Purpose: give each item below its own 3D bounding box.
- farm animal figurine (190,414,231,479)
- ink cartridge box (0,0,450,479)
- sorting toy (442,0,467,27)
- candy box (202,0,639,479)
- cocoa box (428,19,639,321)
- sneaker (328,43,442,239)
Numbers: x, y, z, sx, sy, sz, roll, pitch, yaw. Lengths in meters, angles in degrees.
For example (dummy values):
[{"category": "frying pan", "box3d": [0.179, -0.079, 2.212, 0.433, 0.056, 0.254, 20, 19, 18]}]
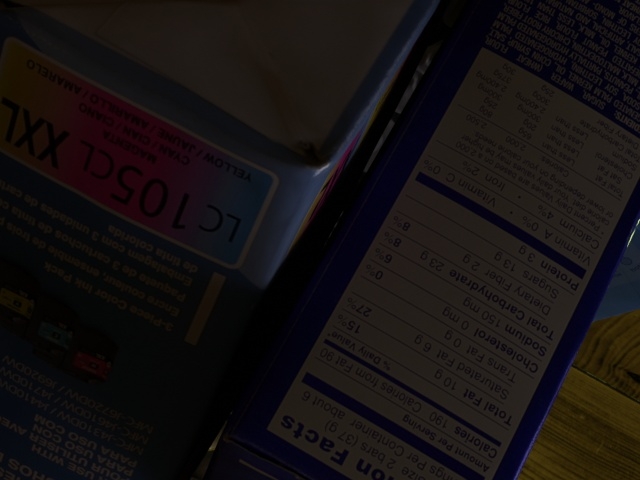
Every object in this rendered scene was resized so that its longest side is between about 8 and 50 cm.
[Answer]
[{"category": "farm animal figurine", "box3d": [-0.135, 0.233, 1.276, 0.172, 0.330, 0.327, -15, 172, -19]}, {"category": "ink cartridge box", "box3d": [-0.080, -0.003, 0.787, 0.395, 0.151, 0.270, -61, 178, 43]}, {"category": "sorting toy", "box3d": [0.167, -0.256, 1.136, 0.347, 0.047, 0.196, -53, 173, -21]}, {"category": "candy box", "box3d": [0.058, 0.027, 0.759, 0.317, 0.122, 0.268, -59, 178, -23]}, {"category": "cocoa box", "box3d": [0.139, -0.065, 1.296, 0.347, 0.231, 0.228, -21, -145, 45]}, {"category": "sneaker", "box3d": [0.006, -0.050, 1.118, 0.366, 0.137, 0.210, -28, -167, 11]}]
